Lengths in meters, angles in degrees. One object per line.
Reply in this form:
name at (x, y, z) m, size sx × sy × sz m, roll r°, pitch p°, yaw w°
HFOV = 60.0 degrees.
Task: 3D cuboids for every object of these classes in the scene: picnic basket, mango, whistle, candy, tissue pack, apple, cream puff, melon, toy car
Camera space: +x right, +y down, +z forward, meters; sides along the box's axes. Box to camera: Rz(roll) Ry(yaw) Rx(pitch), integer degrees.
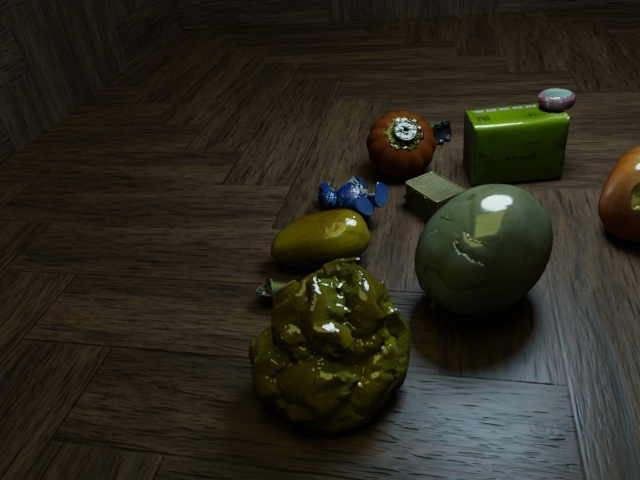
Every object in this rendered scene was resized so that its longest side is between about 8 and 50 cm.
picnic basket at (0.329, -0.125, 1.608) m, size 0.115 × 0.079 × 0.164 m, roll -23°, pitch 38°, yaw -20°
mango at (0.000, 0.000, 1.456) m, size 0.262 × 0.130 × 0.167 m, roll -8°, pitch 40°, yaw 9°
whistle at (-0.001, 0.140, 1.314) m, size 0.327 × 0.057 × 0.068 m, roll 9°, pitch 19°, yaw 20°
candy at (0.695, -0.415, 1.634) m, size 0.103 × 0.043 × 0.103 m, roll -4°, pitch 30°, yaw 3°
tissue pack at (0.590, -0.297, 1.699) m, size 0.275 × 0.200 × 0.167 m, roll -4°, pitch 34°, yaw 5°
apple at (0.823, -0.125, 1.381) m, size 0.242 × 0.241 × 0.242 m, roll -3°, pitch 38°, yaw 2°
cream puff at (0.011, 0.187, 1.088) m, size 0.325 × 0.257 × 0.291 m, roll -15°, pitch 32°, yaw -10°
melon at (0.355, 0.028, 1.235) m, size 0.330 × 0.268 × 0.268 m, roll -45°, pitch 47°, yaw -13°
toy car at (0.388, -0.370, 1.954) m, size 0.165 × 0.071 × 0.062 m, roll -26°, pitch 24°, yaw -24°

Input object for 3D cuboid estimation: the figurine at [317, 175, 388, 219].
figurine at (0.079, -0.115, 1.624) m, size 0.164 × 0.120 × 0.262 m, roll -14°, pitch 18°, yaw -21°

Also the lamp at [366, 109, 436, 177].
lamp at (0.259, -0.309, 1.781) m, size 0.223 × 0.196 × 0.223 m, roll 0°, pitch 74°, yaw -1°
